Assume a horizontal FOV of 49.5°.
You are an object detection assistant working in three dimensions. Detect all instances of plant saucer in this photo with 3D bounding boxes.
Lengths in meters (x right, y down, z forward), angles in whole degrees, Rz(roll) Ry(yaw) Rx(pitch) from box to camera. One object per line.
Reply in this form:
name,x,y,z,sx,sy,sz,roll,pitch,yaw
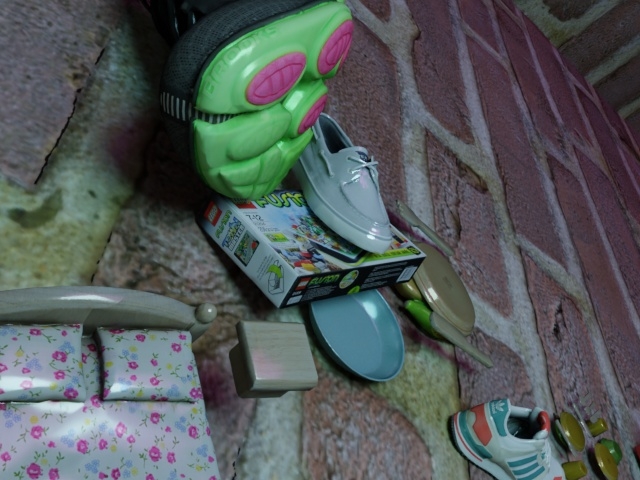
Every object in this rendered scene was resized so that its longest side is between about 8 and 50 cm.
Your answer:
plant saucer,0.029,0.078,0.636,0.119,0.021,0.119,33,36,-28

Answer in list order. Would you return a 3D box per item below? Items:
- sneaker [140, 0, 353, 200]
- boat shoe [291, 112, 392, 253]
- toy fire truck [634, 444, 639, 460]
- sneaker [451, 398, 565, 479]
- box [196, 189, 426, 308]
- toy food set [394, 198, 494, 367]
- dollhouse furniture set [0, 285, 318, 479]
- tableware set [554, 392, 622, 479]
sneaker,-0.085,-0.192,0.634,0.202,0.185,0.482,20,28,-11
boat shoe,0.024,-0.060,0.649,0.066,0.063,0.184,17,27,-29
toy fire truck,0.503,0.282,0.925,0.192,0.135,0.047,28,39,-33
sneaker,0.206,0.205,0.682,0.161,0.075,0.057,36,35,-23
box,0.000,0.000,0.631,0.114,0.036,0.207,44,27,25
toy food set,0.124,0.054,0.775,0.132,0.039,0.192,38,29,-34
dollhouse furniture set,-0.085,0.133,0.243,0.356,0.174,0.303,6,54,-37
tableware set,0.322,0.248,0.840,0.154,0.024,0.103,-6,66,-55
